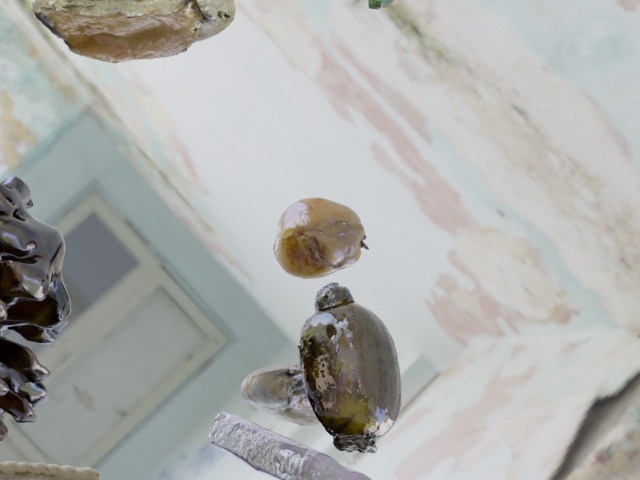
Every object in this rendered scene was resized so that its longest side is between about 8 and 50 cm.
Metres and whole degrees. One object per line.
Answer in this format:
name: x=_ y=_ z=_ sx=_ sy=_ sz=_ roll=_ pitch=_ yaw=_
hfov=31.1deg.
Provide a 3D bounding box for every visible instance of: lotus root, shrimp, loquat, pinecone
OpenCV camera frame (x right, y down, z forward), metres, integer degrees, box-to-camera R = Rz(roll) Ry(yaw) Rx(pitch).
lotus root: x=0.034 y=0.141 z=1.295 sx=0.120 sy=0.120 sz=0.210 roll=74 pitch=5 yaw=-62
shrimp: x=-0.036 y=0.267 z=1.985 sx=0.168 sy=0.077 sz=0.317 roll=27 pitch=-22 yaw=-15
loquat: x=0.000 y=0.000 z=1.654 sx=0.137 sy=0.137 sz=0.113 roll=30 pitch=-48 yaw=52
pinecone: x=-0.473 y=0.050 z=1.286 sx=0.398 sy=0.397 sz=0.398 roll=44 pitch=-14 yaw=14

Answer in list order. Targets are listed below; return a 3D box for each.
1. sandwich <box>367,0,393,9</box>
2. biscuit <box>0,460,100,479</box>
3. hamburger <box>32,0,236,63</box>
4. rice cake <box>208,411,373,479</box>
sandwich: x=0.082 y=-0.335 z=1.348 sx=0.029 sy=0.135 sz=0.067 roll=11 pitch=3 yaw=19
biscuit: x=-0.457 y=0.473 z=1.687 sx=0.217 sy=0.325 sz=0.044 roll=12 pitch=12 yaw=-30
hamburger: x=-0.170 y=-0.259 z=1.187 sx=0.207 sy=0.135 sz=0.155 roll=2 pitch=-16 yaw=23
rice cake: x=-0.035 y=0.252 z=1.309 sx=0.106 sy=0.050 sz=0.298 roll=31 pitch=-11 yaw=-23
